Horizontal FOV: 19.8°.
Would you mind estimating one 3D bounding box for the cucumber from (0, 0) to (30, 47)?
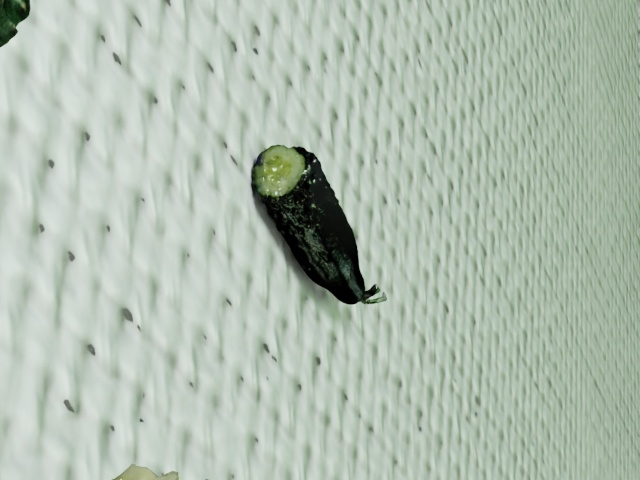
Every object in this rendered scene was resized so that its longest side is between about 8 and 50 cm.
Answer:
[{"bbox_3d":[-0.148,-0.144,0.596,0.058,0.058,0.187,-73,151,-50],"label":"cucumber"}]

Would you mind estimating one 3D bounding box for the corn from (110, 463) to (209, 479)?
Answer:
[{"bbox_3d":[-0.057,0.229,0.739,0.101,0.101,0.292,-65,150,-58],"label":"corn"}]

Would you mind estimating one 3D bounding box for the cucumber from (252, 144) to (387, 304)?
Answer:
[{"bbox_3d":[0.000,0.000,1.070,0.039,0.043,0.163,46,-11,34],"label":"cucumber"}]
